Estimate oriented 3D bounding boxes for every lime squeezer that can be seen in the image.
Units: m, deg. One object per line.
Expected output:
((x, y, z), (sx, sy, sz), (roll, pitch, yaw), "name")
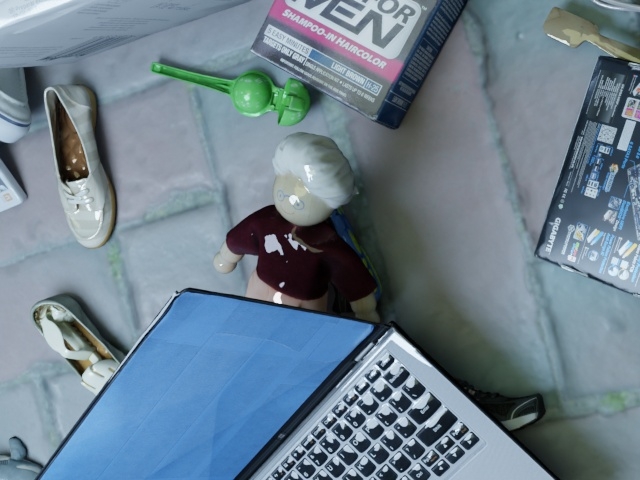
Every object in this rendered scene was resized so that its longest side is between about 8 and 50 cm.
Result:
((-0.083, -0.168, 0.994), (0.310, 0.110, 0.059), (25, 119, 48), "lime squeezer")

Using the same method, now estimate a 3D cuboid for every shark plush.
((-0.398, 0.336, 1.127), (0.161, 0.067, 0.073), (33, 101, 16), "shark plush")

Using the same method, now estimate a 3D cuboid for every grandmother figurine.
((-0.029, 0.044, 0.919), (0.207, 0.104, 0.342), (17, 120, 10), "grandmother figurine")

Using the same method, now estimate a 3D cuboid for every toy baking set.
((0.374, -0.241, 0.867), (0.256, 0.030, 0.197), (-33, 78, 17), "toy baking set")

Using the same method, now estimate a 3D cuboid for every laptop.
((-0.035, 0.280, 0.858), (0.408, 0.236, 0.382), (43, 116, 7), "laptop")

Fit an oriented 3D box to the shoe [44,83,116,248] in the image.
((-0.319, -0.096, 1.094), (0.076, 0.058, 0.219), (-10, 88, 19), "shoe")

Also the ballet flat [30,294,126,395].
((-0.298, 0.156, 1.088), (0.213, 0.068, 0.072), (45, 105, 13), "ballet flat")

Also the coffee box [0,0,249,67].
((-0.275, -0.391, 0.898), (0.338, 0.337, 0.334), (-14, 99, 20), "coffee box")

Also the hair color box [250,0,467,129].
((0.084, -0.317, 0.924), (0.174, 0.105, 0.347), (31, 100, 16), "hair color box")

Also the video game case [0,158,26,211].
((-0.518, -0.103, 1.135), (0.173, 0.022, 0.190), (-20, 115, 19), "video game case")

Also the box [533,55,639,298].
((0.328, -0.056, 0.834), (0.175, 0.051, 0.220), (24, 107, 34), "box")

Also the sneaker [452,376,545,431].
((0.154, 0.183, 0.932), (0.178, 0.072, 0.077), (-13, 76, 14), "sneaker")

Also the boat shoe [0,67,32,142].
((-0.446, -0.308, 1.107), (0.156, 0.136, 0.367), (-37, 70, 14), "boat shoe")

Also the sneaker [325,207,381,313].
((0.000, 0.000, 0.980), (0.078, 0.067, 0.188), (-28, 85, 12), "sneaker")
